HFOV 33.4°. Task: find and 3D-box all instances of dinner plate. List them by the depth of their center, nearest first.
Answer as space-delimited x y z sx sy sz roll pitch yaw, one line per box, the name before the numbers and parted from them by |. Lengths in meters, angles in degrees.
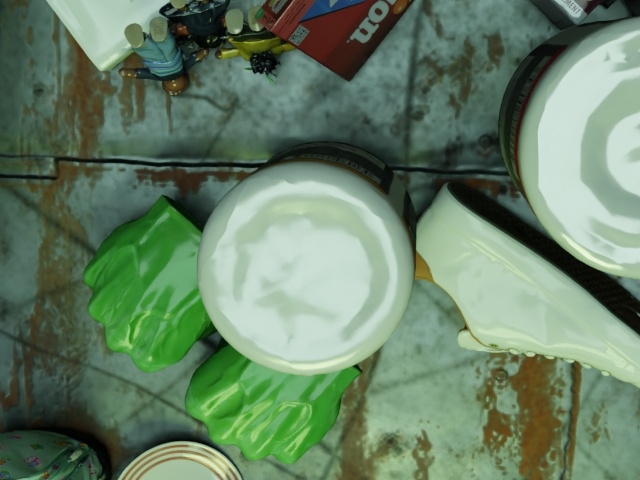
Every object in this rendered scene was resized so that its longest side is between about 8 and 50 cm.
dinner plate | -0.143 0.271 1.068 0.141 0.017 0.141 1 87 -18

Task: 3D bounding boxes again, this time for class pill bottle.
pill bottle | 0.231 -0.085 0.836 0.176 0.318 0.176 1 101 6
pill bottle | 0.000 0.000 0.893 0.162 0.278 0.162 1 100 5

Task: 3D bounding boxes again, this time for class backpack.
backpack | -0.290 0.245 1.013 0.152 0.182 0.115 -9 99 8

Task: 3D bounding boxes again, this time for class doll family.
doll family | -0.089 -0.182 0.964 0.193 0.111 0.076 -2 78 5

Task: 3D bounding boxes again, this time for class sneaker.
sneaker | 0.205 0.073 0.987 0.290 0.106 0.123 36 111 6

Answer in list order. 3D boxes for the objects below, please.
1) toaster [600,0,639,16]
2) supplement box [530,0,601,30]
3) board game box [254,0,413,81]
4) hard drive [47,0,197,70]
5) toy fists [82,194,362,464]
toaster | 0.364 -0.209 0.908 0.186 0.110 0.168 -42 93 11
supplement box | 0.253 -0.311 0.909 0.130 0.073 0.239 43 95 -4
board game box | 0.073 -0.272 0.911 0.027 0.145 0.281 45 103 27
hard drive | -0.140 -0.327 0.969 0.308 0.040 0.203 -35 95 10
toy fists | -0.100 0.092 1.015 0.279 0.096 0.142 42 91 -1
